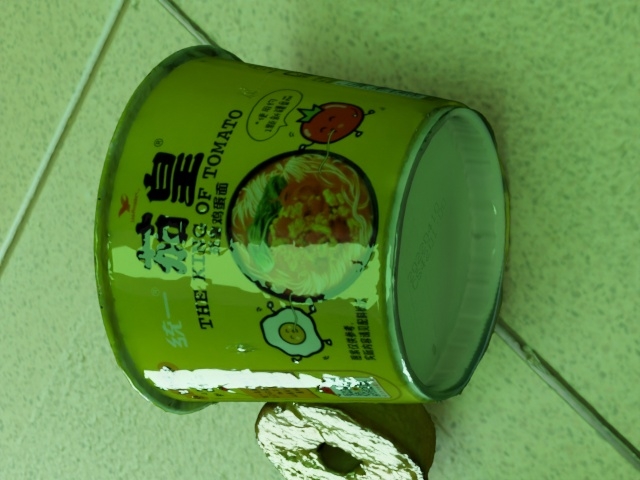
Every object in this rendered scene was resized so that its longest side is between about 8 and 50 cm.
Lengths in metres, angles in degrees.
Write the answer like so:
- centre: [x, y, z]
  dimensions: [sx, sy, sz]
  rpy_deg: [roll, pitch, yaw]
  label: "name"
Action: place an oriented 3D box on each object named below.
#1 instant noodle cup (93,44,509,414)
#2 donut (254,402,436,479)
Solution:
- centre: [0.000, 0.000, 1.442]
  dimensions: [0.254, 0.325, 0.326]
  rpy_deg: [5, 109, 26]
  label: "instant noodle cup"
- centre: [0.029, 0.180, 1.589]
  dimensions: [0.174, 0.075, 0.190]
  rpy_deg: [22, 147, 7]
  label: "donut"
